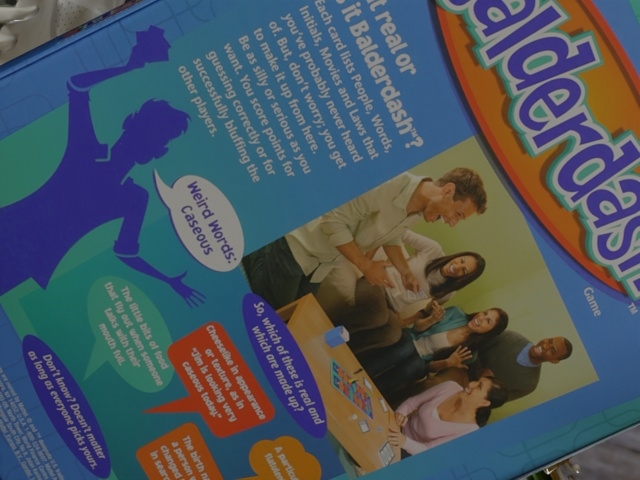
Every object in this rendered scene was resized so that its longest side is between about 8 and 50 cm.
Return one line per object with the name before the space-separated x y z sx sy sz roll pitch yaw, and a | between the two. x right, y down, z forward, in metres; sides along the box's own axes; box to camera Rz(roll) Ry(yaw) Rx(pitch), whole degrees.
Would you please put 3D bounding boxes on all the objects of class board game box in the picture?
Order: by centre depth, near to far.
board game box | 0.000 0.000 0.404 0.210 0.047 0.160 -25 103 6

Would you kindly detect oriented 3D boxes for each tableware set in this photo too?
tableware set | 0.142 0.138 1.023 0.154 0.024 0.104 109 138 -82

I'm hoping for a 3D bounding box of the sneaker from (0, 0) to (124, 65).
sneaker | -0.163 -0.077 0.721 0.108 0.169 0.292 14 123 -1
